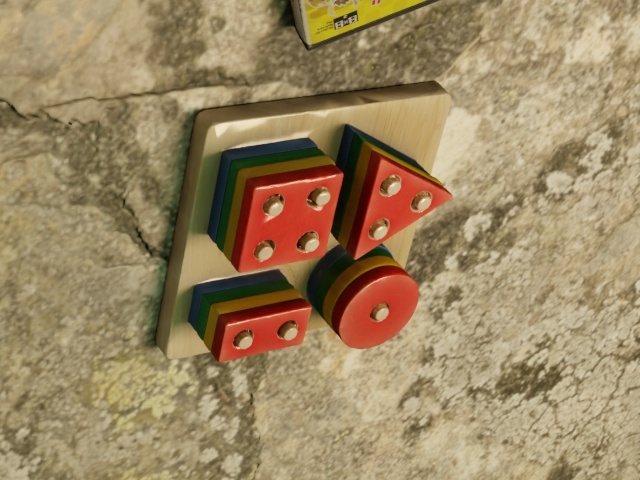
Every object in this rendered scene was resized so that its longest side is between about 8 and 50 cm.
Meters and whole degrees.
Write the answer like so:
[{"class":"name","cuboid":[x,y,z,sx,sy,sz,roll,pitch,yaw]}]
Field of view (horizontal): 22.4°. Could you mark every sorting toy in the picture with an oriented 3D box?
[{"class":"sorting toy","cuboid":[0.000,0.000,1.461,0.255,0.089,0.257,-10,130,-31]}]

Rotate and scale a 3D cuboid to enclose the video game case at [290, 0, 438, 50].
[{"class":"video game case","cuboid":[0.095,-0.285,1.262,0.275,0.035,0.248,-22,147,-7]}]
